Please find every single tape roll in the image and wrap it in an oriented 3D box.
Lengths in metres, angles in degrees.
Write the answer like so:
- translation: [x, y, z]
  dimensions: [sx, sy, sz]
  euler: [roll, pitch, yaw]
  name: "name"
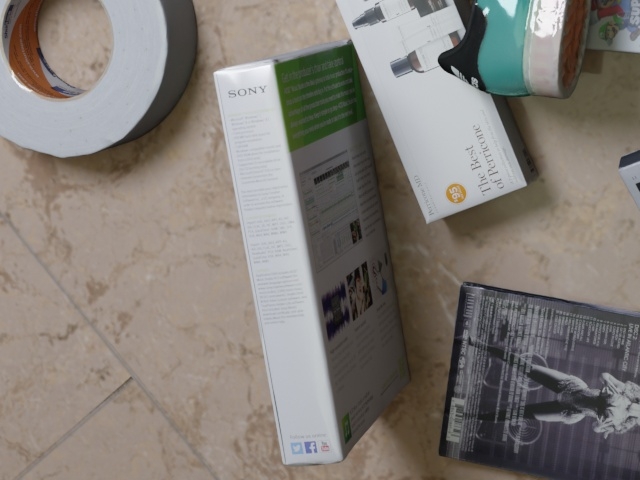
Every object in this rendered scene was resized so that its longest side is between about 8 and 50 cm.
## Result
- translation: [-0.227, -0.189, 1.408]
  dimensions: [0.219, 0.072, 0.219]
  euler: [3, 102, 17]
  name: "tape roll"

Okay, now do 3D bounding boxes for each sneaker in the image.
- translation: [0.160, -0.267, 1.227]
  dimensions: [0.121, 0.108, 0.302]
  euler: [7, 87, 22]
  name: "sneaker"

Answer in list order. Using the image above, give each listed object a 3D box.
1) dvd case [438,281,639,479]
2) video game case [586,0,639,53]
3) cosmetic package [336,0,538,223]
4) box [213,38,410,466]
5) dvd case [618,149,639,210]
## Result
- translation: [0.222, 0.135, 1.358]
  dimensions: [0.221, 0.018, 0.165]
  euler: [10, 103, 17]
  name: "dvd case"
- translation: [0.270, -0.207, 1.219]
  dimensions: [0.166, 0.015, 0.119]
  euler: [14, 100, 49]
  name: "video game case"
- translation: [0.095, -0.143, 1.319]
  dimensions: [0.099, 0.060, 0.239]
  euler: [-22, 94, 22]
  name: "cosmetic package"
- translation: [0.000, 0.000, 1.288]
  dimensions: [0.058, 0.232, 0.322]
  euler: [-6, 99, 18]
  name: "box"
- translation: [0.371, 0.003, 1.227]
  dimensions: [0.179, 0.029, 0.239]
  euler: [-22, 113, 30]
  name: "dvd case"
